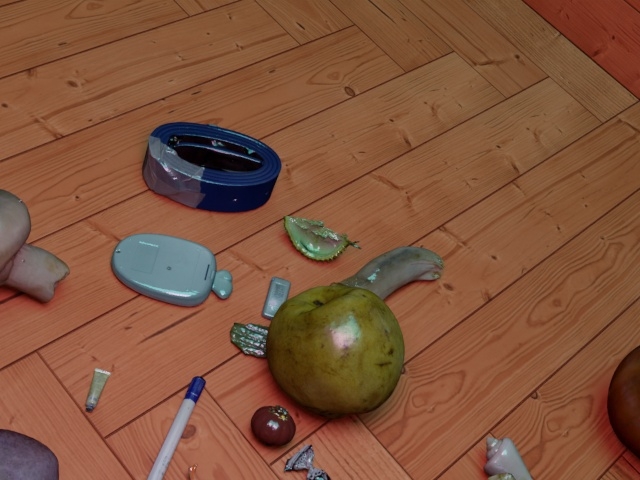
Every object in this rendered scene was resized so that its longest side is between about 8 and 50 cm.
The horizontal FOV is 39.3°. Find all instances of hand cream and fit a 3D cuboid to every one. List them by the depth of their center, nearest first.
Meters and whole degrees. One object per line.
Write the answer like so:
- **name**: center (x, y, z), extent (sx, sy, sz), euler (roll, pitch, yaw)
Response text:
- **hand cream**: center (-0.476, 0.318, 1.908), extent (0.035, 0.022, 0.102), euler (16, 44, -8)

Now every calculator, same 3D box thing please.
- **calculator**: center (-0.349, 0.068, 2.138), extent (0.295, 0.042, 0.184), euler (15, 49, -8)

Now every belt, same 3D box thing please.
- **belt**: center (-0.281, -0.186, 2.320), extent (0.346, 0.117, 0.212), euler (11, 49, -15)

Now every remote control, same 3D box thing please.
- **remote control**: center (-0.107, 0.142, 2.187), extent (0.053, 0.018, 0.124), euler (19, 49, -7)

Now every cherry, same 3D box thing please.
- **cherry**: center (-0.599, 0.453, 1.644), extent (0.266, 0.183, 0.213), euler (-12, 72, -43)

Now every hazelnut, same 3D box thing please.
- **hazelnut**: center (0.897, 0.419, 2.154), extent (0.409, 0.359, 0.359), euler (32, 48, 18)

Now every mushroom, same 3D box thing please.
- **mushroom**: center (-0.695, 0.047, 1.914), extent (0.290, 0.292, 0.293), euler (39, 43, -27)
- **mushroom**: center (0.170, 0.096, 2.286), extent (0.351, 0.095, 0.123), euler (-21, 83, -32)

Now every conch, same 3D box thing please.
- **conch**: center (0.439, 0.519, 2.045), extent (0.176, 0.104, 0.094), euler (37, 71, 7)

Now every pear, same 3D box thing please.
- **pear**: center (0.042, 0.250, 1.986), extent (0.303, 0.304, 0.304), euler (10, 50, -13)

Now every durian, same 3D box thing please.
- **durian**: center (0.000, 0.000, 2.286), extent (0.215, 0.100, 0.086), euler (21, 52, 5)

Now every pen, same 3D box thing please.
- **pen**: center (-0.304, 0.403, 1.896), extent (0.033, 0.033, 0.269), euler (23, 49, -2)

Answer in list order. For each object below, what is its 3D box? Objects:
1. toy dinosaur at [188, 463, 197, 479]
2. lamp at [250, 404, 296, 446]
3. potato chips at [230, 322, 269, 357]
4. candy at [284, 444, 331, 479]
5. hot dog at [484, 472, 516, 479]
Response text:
- **toy dinosaur**: center (-0.151, 0.545, 1.824), extent (0.101, 0.055, 0.279), euler (-41, 76, -15)
- **lamp**: center (-0.102, 0.400, 1.936), extent (0.101, 0.090, 0.101), euler (23, 10, -4)
- **potato chips**: center (-0.113, 0.245, 2.098), extent (0.207, 0.028, 0.092), euler (17, 50, -5)
- **candy**: center (0.001, 0.539, 1.891), extent (0.094, 0.051, 0.226), euler (-15, 60, -26)
- **hot dog**: center (0.408, 0.618, 1.955), extent (0.146, 0.103, 0.213), euler (-18, 54, -9)
